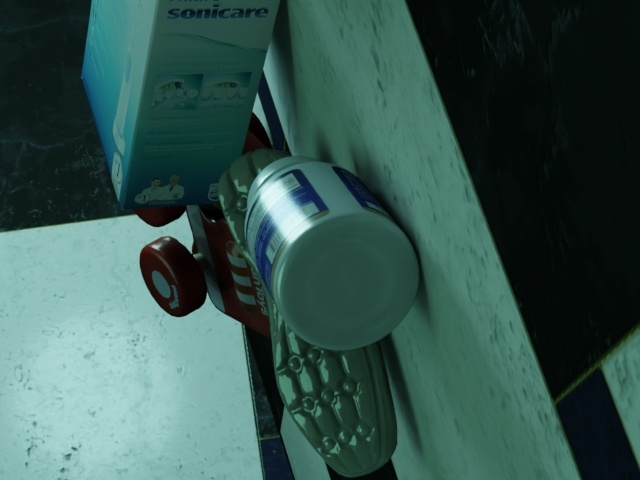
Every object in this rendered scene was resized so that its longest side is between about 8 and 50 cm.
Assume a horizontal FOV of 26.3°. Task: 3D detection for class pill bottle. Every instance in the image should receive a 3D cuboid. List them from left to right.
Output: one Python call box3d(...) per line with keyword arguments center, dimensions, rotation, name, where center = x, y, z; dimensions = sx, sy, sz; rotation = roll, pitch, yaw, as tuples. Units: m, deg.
box3d(center=(0.000, 0.000, 1.087), dimensions=(0.186, 0.112, 0.112), rotation=(-122, 18, -64), name="pill bottle")

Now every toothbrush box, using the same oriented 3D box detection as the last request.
box3d(center=(-0.151, -0.210, 1.392), dimensions=(0.295, 0.126, 0.216), rotation=(106, 151, -44), name="toothbrush box")

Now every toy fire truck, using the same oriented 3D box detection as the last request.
box3d(center=(-0.092, -0.020, 1.613), dimensions=(0.254, 0.169, 0.302), rotation=(23, 132, 46), name="toy fire truck")

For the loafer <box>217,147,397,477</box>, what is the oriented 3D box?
box3d(center=(0.003, 0.062, 1.283), dimensions=(0.111, 0.112, 0.319), rotation=(0, -111, -61), name="loafer")
